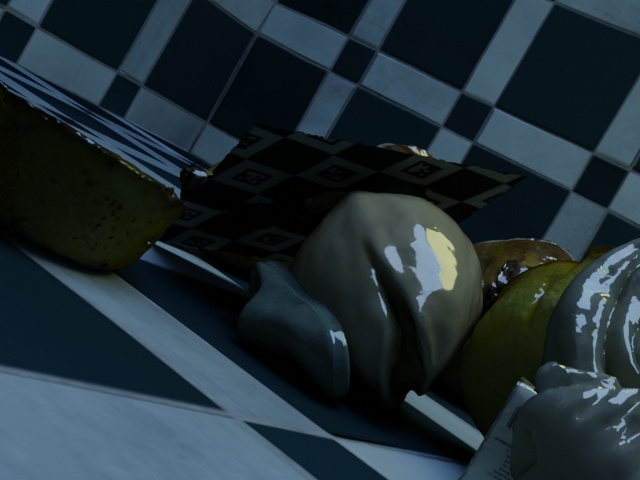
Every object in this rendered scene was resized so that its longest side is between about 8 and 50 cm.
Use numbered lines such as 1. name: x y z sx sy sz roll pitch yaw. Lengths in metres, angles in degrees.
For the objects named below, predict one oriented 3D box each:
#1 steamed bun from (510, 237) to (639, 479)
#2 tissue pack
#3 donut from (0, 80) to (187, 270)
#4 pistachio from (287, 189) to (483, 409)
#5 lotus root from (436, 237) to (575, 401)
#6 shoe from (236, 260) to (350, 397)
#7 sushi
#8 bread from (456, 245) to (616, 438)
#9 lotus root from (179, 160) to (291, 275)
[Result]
1. steamed bun: 0.282 0.181 0.791 0.324 0.219 0.310 25 42 14
2. tissue pack: 0.206 0.198 0.961 0.149 0.106 0.099 31 3 12
3. donut: -0.248 -0.060 1.001 0.272 0.107 0.272 33 -2 1
4. pistachio: 0.066 0.059 1.158 0.208 0.226 0.332 -9 5 -3
5. lotus root: 0.253 0.128 1.522 0.272 0.272 0.192 30 13 3
6. shoe: -0.038 0.083 1.043 0.078 0.079 0.195 -12 31 -18
7. sushi: 0.005 -0.063 1.291 0.320 0.069 0.339 9 -23 -23
8. bread: 0.262 0.141 1.086 0.270 0.270 0.148 31 42 24
9. lotus root: -0.092 -0.029 1.515 0.128 0.145 0.260 1 -23 44
